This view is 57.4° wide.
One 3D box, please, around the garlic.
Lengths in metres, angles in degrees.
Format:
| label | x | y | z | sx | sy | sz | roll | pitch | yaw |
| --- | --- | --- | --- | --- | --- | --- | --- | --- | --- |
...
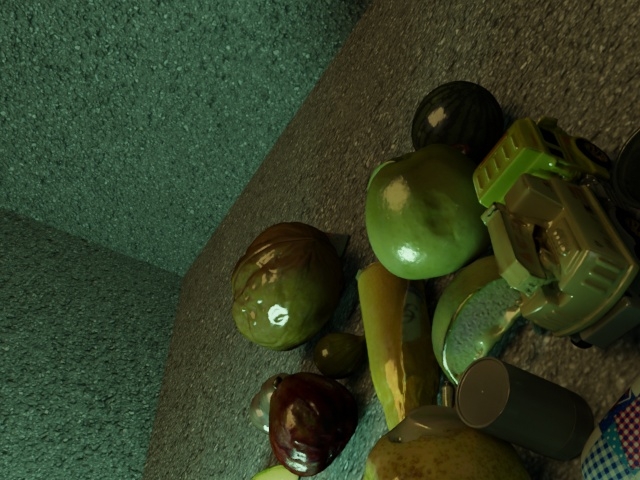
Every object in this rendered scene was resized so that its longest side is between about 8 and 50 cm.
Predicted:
| label | x | y | z | sx | sy | sz | roll | pitch | yaw |
| --- | --- | --- | --- | --- | --- | --- | --- | --- | --- |
| garlic | -0.094 | 0.439 | 1.601 | 0.214 | 0.160 | 0.191 | -59 | 28 | 24 |

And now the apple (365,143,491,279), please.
| label | x | y | z | sx | sy | sz | roll | pitch | yaw |
| --- | --- | --- | --- | --- | --- | --- | --- | --- | --- |
| apple | 0.222 | -0.062 | 1.226 | 0.292 | 0.254 | 0.292 | -23 | 12 | 5 |

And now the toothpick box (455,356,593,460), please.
| label | x | y | z | sx | sy | sz | roll | pitch | yaw |
| --- | --- | --- | --- | --- | --- | --- | --- | --- | --- |
| toothpick box | 0.305 | 0.253 | 0.875 | 0.111 | 0.181 | 0.111 | -46 | 29 | 36 |

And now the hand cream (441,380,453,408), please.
| label | x | y | z | sx | sy | sz | roll | pitch | yaw |
| --- | --- | --- | --- | --- | --- | --- | --- | --- | --- |
| hand cream | 0.247 | 0.327 | 1.142 | 0.035 | 0.022 | 0.102 | -31 | 45 | 54 |

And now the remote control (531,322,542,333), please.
| label | x | y | z | sx | sy | sz | roll | pitch | yaw |
| --- | --- | --- | --- | --- | --- | --- | --- | --- | --- |
| remote control | 0.359 | 0.117 | 0.984 | 0.018 | 0.124 | 0.053 | -13 | 58 | 18 |

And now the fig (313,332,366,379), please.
| label | x | y | z | sx | sy | sz | roll | pitch | yaw |
| --- | --- | --- | --- | --- | --- | --- | --- | --- | --- |
| fig | 0.089 | 0.257 | 1.488 | 0.236 | 0.124 | 0.124 | -40 | 25 | 1 |

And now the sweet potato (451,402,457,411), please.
| label | x | y | z | sx | sy | sz | roll | pitch | yaw |
| --- | --- | --- | --- | --- | --- | --- | --- | --- | --- |
| sweet potato | 0.263 | 0.332 | 1.052 | 0.078 | 0.058 | 0.255 | 18 | 88 | 50 |

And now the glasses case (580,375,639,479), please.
| label | x | y | z | sx | sy | sz | roll | pitch | yaw |
| --- | --- | --- | --- | --- | --- | --- | --- | --- | --- |
| glasses case | 0.452 | 0.211 | 0.725 | 0.327 | 0.076 | 0.125 | -57 | 22 | 18 |

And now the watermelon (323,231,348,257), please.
| label | x | y | z | sx | sy | sz | roll | pitch | yaw |
| --- | --- | --- | --- | --- | --- | --- | --- | --- | --- |
| watermelon | 0.019 | -0.008 | 1.851 | 0.121 | 0.158 | 0.098 | -46 | 10 | -31 |

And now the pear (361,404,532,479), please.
| label | x | y | z | sx | sy | sz | roll | pitch | yaw |
| --- | --- | --- | --- | --- | --- | --- | --- | --- | --- |
| pear | 0.183 | 0.396 | 0.893 | 0.271 | 0.271 | 0.271 | -48 | 28 | 37 |

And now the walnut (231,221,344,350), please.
| label | x | y | z | sx | sy | sz | roll | pitch | yaw |
| --- | --- | --- | --- | --- | --- | --- | --- | --- | --- |
| walnut | -0.096 | 0.134 | 1.716 | 0.397 | 0.308 | 0.353 | -55 | 37 | 40 |

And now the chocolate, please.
| label | x | y | z | sx | sy | sz | roll | pitch | yaw |
| --- | --- | --- | --- | --- | --- | --- | --- | --- | --- |
| chocolate | 0.181 | 0.241 | 1.240 | 0.162 | 0.162 | 0.445 | -48 | 33 | 37 |

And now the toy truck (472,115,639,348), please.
| label | x | y | z | sx | sy | sz | roll | pitch | yaw |
| --- | --- | --- | --- | --- | --- | --- | --- | --- | --- |
| toy truck | 0.371 | -0.029 | 0.935 | 0.180 | 0.254 | 0.405 | -53 | 22 | 38 |

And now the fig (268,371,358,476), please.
| label | x | y | z | sx | sy | sz | roll | pitch | yaw |
| --- | --- | --- | --- | --- | --- | --- | --- | --- | --- |
| fig | -0.023 | 0.427 | 1.401 | 0.224 | 0.224 | 0.263 | -56 | 21 | 22 |

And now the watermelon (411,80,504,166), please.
| label | x | y | z | sx | sy | sz | roll | pitch | yaw |
| --- | --- | --- | --- | --- | --- | --- | --- | --- | --- |
| watermelon | 0.314 | -0.259 | 1.340 | 0.212 | 0.212 | 0.212 | -48 | 28 | 37 |

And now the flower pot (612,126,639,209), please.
| label | x | y | z | sx | sy | sz | roll | pitch | yaw |
| --- | --- | --- | --- | --- | --- | --- | --- | --- | --- |
| flower pot | 0.523 | -0.097 | 0.842 | 0.157 | 0.107 | 0.157 | -43 | 33 | 38 |

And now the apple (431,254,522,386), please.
| label | x | y | z | sx | sy | sz | roll | pitch | yaw |
| --- | --- | --- | --- | --- | --- | --- | --- | --- | --- |
| apple | 0.290 | 0.122 | 1.133 | 0.264 | 0.120 | 0.193 | -55 | 13 | 18 |

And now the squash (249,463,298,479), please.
| label | x | y | z | sx | sy | sz | roll | pitch | yaw |
| --- | --- | --- | --- | --- | --- | --- | --- | --- | --- |
| squash | -0.139 | 0.716 | 1.609 | 0.204 | 0.155 | 0.236 | 13 | 75 | 30 |
